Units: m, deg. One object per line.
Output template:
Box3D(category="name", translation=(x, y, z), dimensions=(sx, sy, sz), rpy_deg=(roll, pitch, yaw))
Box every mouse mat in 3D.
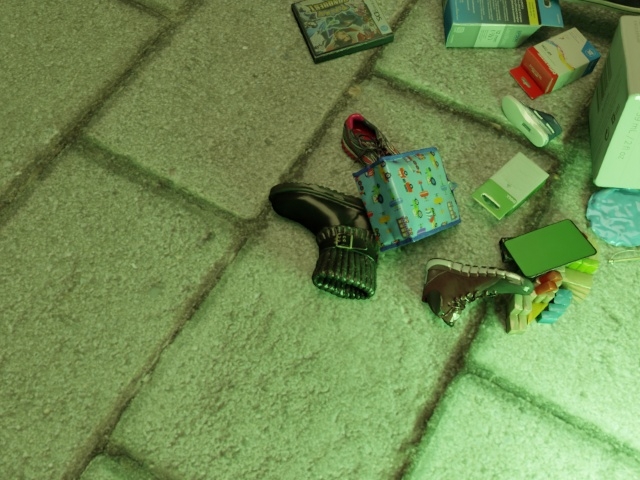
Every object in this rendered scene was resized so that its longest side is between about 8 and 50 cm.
Box3D(category="mouse mat", translation=(0.585, 0.018, 1.488), dimensions=(0.189, 0.007, 0.153), rpy_deg=(-21, 38, 5))

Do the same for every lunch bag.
Box3D(category="lunch bag", translation=(0.262, -0.122, 1.524), dimensions=(0.293, 0.138, 0.221), rpy_deg=(-18, 88, -35))

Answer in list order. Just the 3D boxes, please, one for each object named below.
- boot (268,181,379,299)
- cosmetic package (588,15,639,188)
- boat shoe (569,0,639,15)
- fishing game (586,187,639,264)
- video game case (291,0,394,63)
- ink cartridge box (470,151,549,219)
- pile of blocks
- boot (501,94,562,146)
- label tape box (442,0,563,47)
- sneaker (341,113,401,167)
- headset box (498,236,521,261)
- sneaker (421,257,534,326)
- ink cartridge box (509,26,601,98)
Box3D(category="boot", translation=(0.001, -0.001, 1.531), dimensions=(0.347, 0.131, 0.260), rpy_deg=(14, 67, 7))
Box3D(category="cosmetic package", translation=(0.953, -0.350, 1.510), dimensions=(0.393, 0.330, 0.328), rpy_deg=(6, 55, 13))
Box3D(category="boat shoe", translation=(0.900, -0.782, 1.692), dimensions=(0.499, 0.156, 0.187), rpy_deg=(18, 65, 20))
Box3D(category="fishing game", translation=(0.826, -0.065, 1.591), dimensions=(0.189, 0.041, 0.264), rpy_deg=(-7, 71, 6))
Box3D(category="video game case", translation=(0.070, -0.718, 1.903), dimensions=(0.274, 0.035, 0.248), rpy_deg=(-18, 67, -7))
Box3D(category="ink cartridge box", translation=(0.522, -0.142, 1.618), dimensions=(0.209, 0.062, 0.109), rpy_deg=(-40, 71, -15))
Box3D(category="pile of blocks", translation=(0.614, 0.108, 1.477), dimensions=(0.149, 0.113, 0.362), rpy_deg=(39, 73, 17))
Box3D(category="boot", translation=(0.627, -0.368, 1.722), dimensions=(0.086, 0.069, 0.190), rpy_deg=(-30, 76, -19))
Box3D(category="label tape box", translation=(0.576, -0.750, 1.866), dimensions=(0.347, 0.115, 0.249), rpy_deg=(2, 66, -2))
Box3D(category="sneaker", translation=(0.166, -0.235, 1.642), dimensions=(0.121, 0.112, 0.299), rpy_deg=(-41, 72, -16))
Box3D(category="headset box", translation=(0.530, 0.024, 1.560), dimensions=(0.083, 0.032, 0.062), rpy_deg=(-2, 66, 2))
Box3D(category="sneaker", translation=(0.382, 0.147, 1.453), dimensions=(0.281, 0.106, 0.163), rpy_deg=(9, 75, 38))
Box3D(category="ink cartridge box", translation=(0.720, -0.546, 1.787), dimensions=(0.230, 0.078, 0.134), rpy_deg=(-27, 68, -10))
